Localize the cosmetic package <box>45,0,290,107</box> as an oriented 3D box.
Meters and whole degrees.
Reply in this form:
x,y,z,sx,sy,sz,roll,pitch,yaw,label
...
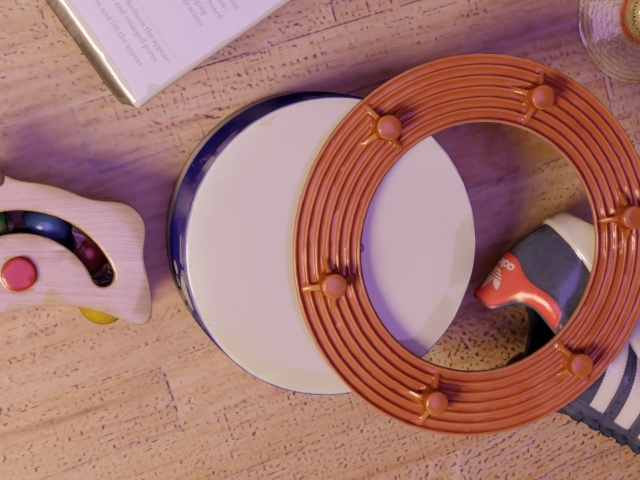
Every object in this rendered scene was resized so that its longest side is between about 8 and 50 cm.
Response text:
x,y,z,sx,sy,sz,roll,pitch,yaw,label
-0.125,-0.220,0.912,0.183,0.151,0.151,-37,105,-8,cosmetic package

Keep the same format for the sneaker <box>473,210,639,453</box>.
x,y,z,sx,sy,sz,roll,pitch,yaw,label
0.271,0.147,1.096,0.148,0.131,0.350,-33,99,-1,sneaker

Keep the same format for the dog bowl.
x,y,z,sx,sy,sz,roll,pitch,yaw,label
0.000,0.000,1.003,0.265,0.104,0.265,-2,99,-15,dog bowl

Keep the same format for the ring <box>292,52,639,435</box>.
x,y,z,sx,sy,sz,roll,pitch,yaw,label
0.142,0.008,0.967,0.336,0.032,0.336,-2,97,-13,ring

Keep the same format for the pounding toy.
x,y,z,sx,sy,sz,roll,pitch,yaw,label
-0.264,0.020,0.908,0.269,0.155,0.154,14,90,-17,pounding toy

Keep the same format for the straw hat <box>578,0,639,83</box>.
x,y,z,sx,sy,sz,roll,pitch,yaw,label
0.326,-0.221,1.080,0.144,0.061,0.144,-2,99,-15,straw hat
